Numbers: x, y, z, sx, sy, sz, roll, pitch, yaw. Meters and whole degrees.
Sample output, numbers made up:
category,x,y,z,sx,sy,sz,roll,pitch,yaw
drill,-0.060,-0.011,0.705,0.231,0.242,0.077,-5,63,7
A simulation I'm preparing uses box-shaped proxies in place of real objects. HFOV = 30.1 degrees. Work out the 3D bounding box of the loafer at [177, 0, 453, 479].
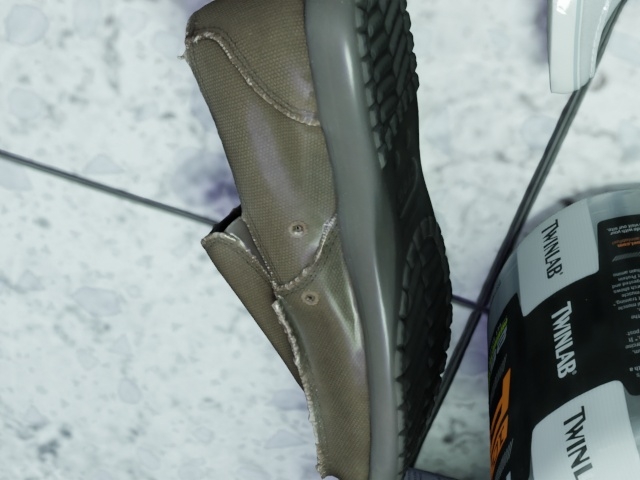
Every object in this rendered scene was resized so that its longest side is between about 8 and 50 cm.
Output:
category,x,y,z,sx,sy,sz,roll,pitch,yaw
loafer,0.000,0.000,0.734,0.130,0.134,0.366,3,118,20

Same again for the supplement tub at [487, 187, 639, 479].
category,x,y,z,sx,sy,sz,roll,pitch,yaw
supplement tub,0.188,0.119,0.646,0.193,0.316,0.194,3,118,5

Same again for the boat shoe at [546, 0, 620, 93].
category,x,y,z,sx,sy,sz,roll,pitch,yaw
boat shoe,0.156,-0.164,0.633,0.063,0.066,0.184,6,113,7

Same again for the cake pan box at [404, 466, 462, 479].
category,x,y,z,sx,sy,sz,roll,pitch,yaw
cake pan box,0.134,0.232,0.776,0.245,0.267,0.070,15,99,0
